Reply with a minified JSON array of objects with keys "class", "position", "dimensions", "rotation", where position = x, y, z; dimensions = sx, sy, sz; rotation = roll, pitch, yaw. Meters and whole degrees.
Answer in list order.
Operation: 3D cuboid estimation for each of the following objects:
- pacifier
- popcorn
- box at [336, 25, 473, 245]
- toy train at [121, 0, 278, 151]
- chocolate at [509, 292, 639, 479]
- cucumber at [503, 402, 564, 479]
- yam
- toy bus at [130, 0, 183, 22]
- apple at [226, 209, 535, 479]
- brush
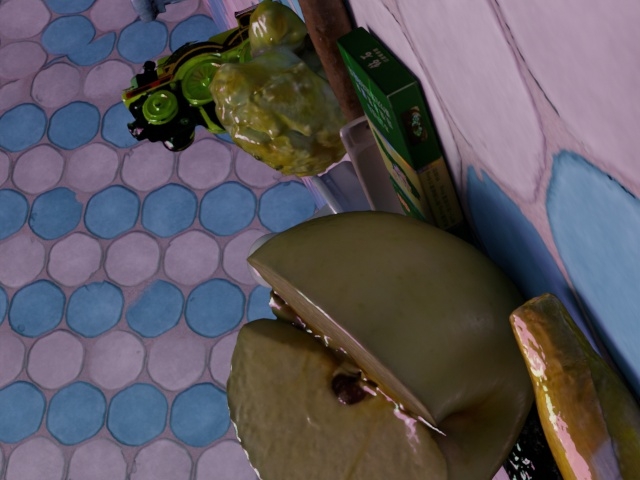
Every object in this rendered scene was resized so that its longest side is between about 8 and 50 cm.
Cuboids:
[{"class":"pacifier","position":[0.000,0.000,1.379],"dimensions":[0.244,0.233,0.299],"rotation":[60,-179,-28]},{"class":"popcorn","position":[-0.039,-0.181,1.104],"dimensions":[0.198,0.198,0.212],"rotation":[-126,33,-76]},{"class":"box","position":[0.087,-0.081,0.887],"dimensions":[0.235,0.034,0.132],"rotation":[63,177,-40]},{"class":"toy train","position":[-0.161,-0.247,1.396],"dimensions":[0.100,0.296,0.160],"rotation":[63,-174,-60]},{"class":"chocolate","position":[0.192,0.140,0.630],"dimensions":[0.219,0.086,0.085],"rotation":[63,178,13]},{"class":"cucumber","position":[0.203,0.191,1.036],"dimensions":[0.072,0.081,0.303],"rotation":[99,154,-43]},{"class":"yam","position":[0.015,-0.204,0.933],"dimensions":[0.046,0.046,0.264],"rotation":[60,179,43]},{"class":"toy bus","position":[-0.208,-0.461,1.333],"dimensions":[0.294,0.197,0.231],"rotation":[-123,15,-78]},{"class":"apple","position":[0.061,0.107,0.836],"dimensions":[0.258,0.233,0.295],"rotation":[34,132,44]},{"class":"brush","position":[0.101,-0.021,1.071],"dimensions":[0.050,0.060,0.321],"rotation":[-103,-11,-52]}]
